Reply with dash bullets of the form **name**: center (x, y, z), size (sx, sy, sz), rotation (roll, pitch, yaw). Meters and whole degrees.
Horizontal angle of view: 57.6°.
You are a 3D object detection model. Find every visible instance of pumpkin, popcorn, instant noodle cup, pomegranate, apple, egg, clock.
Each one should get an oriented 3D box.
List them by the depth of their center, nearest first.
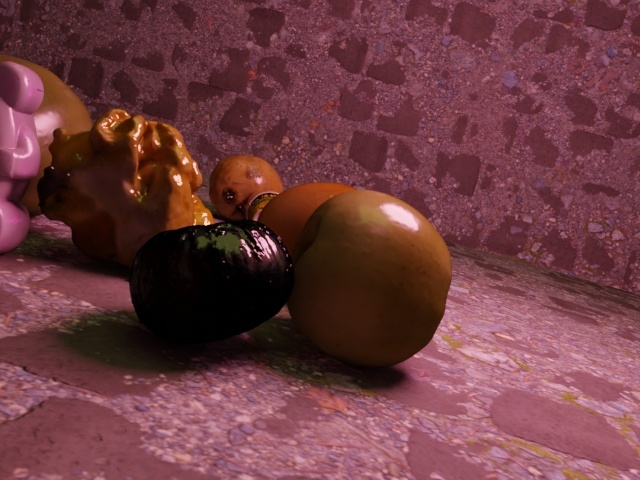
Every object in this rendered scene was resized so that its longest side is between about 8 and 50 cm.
- **pumpkin**: center (-0.152, 0.055, 0.834), size (0.232, 0.163, 0.233), rotation (-8, 5, 1)
- **apple**: center (0.075, 0.065, 0.961), size (0.254, 0.292, 0.292), rotation (21, 7, -10)
- **clock**: center (-0.614, -0.154, 0.963), size (0.295, 0.323, 0.113), rotation (15, 4, 0)
- **popcorn**: center (-0.368, -0.087, 1.104), size (0.297, 0.316, 0.281), rotation (-11, 28, 6)
- **apple**: center (-0.666, -0.216, 1.224), size (0.356, 0.358, 0.357), rotation (14, 9, -2)
- **egg**: center (0.000, 0.000, 1.247), size (0.322, 0.250, 0.250), rotation (10, 4, 37)
- **instant noodle cup**: center (-0.152, -0.063, 1.773), size (0.151, 0.152, 0.122), rotation (13, 16, -11)
- **pomegranate**: center (-0.252, -0.174, 1.981), size (0.260, 0.261, 0.260), rotation (14, 9, -2)
